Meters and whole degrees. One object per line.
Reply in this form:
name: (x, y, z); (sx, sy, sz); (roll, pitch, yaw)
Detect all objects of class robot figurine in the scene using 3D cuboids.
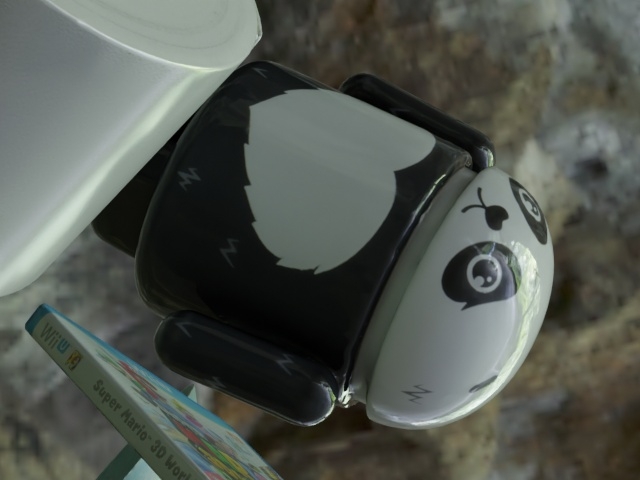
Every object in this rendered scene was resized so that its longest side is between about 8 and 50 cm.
robot figurine: (0.001, -0.003, 1.175); (0.278, 0.209, 0.173); (26, 1, 12)

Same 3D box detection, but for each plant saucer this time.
plant saucer: (-0.149, 0.193, 1.520); (0.037, 0.195, 0.195); (42, -57, -4)

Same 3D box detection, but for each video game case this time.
video game case: (-0.036, 0.089, 0.750); (0.119, 0.166, 0.015); (38, -90, -39)

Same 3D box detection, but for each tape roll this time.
tape roll: (-0.174, -0.117, 0.946); (0.246, 0.246, 0.169); (28, -61, -33)
